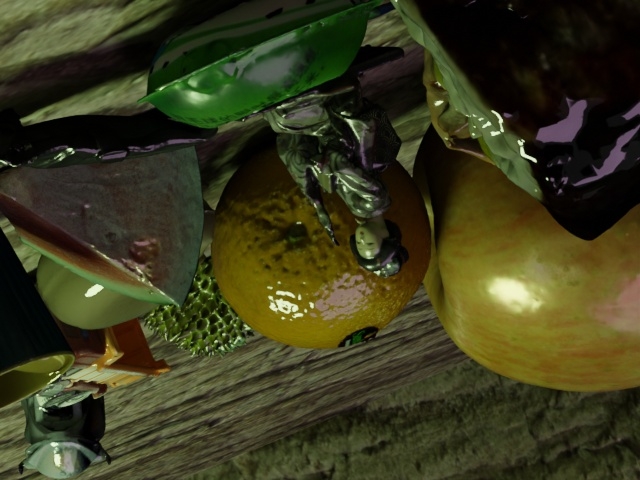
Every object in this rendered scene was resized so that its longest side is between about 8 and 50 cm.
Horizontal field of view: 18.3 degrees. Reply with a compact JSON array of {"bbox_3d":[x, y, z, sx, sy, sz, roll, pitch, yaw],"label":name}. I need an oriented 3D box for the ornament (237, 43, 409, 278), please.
[{"bbox_3d":[0.008,-0.050,1.678,0.153,0.196,0.166,-25,-166,-17],"label":"ornament"}]

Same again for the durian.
[{"bbox_3d":[-0.115,0.078,2.319,0.137,0.095,0.220,-14,156,-49],"label":"durian"}]

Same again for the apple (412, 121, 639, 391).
[{"bbox_3d":[0.270,-0.032,2.032,0.346,0.391,0.391,-14,166,-9],"label":"apple"}]

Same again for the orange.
[{"bbox_3d":[0.000,0.000,1.949,0.236,0.236,0.236,-26,168,-6],"label":"orange"}]

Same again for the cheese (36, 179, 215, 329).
[{"bbox_3d":[-0.177,0.010,1.901,0.175,0.091,0.202,-18,165,-42],"label":"cheese"}]

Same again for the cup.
[{"bbox_3d":[-0.311,0.070,1.713,0.131,0.155,0.176,-15,165,-43],"label":"cup"}]

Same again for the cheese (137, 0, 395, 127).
[{"bbox_3d":[-0.031,-0.152,1.545,0.204,0.083,0.320,-21,-175,24],"label":"cheese"}]

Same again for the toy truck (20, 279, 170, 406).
[{"bbox_3d":[-0.259,0.107,2.078,0.135,0.114,0.270,-26,169,11],"label":"toy truck"}]

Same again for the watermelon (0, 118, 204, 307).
[{"bbox_3d":[-0.207,-0.043,1.738,0.207,0.136,0.202,-4,143,37],"label":"watermelon"}]

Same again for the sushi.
[{"bbox_3d":[0.221,-0.179,1.481,0.294,0.299,0.281,-30,-177,5],"label":"sushi"}]

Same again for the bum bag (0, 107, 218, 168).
[{"bbox_3d":[-0.178,-0.083,1.543,0.197,0.049,0.087,-6,-175,-25],"label":"bum bag"}]

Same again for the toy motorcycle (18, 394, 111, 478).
[{"bbox_3d":[-0.301,0.213,2.338,0.106,0.159,0.270,-4,163,-4],"label":"toy motorcycle"}]

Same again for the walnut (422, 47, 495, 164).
[{"bbox_3d":[0.176,-0.180,1.761,0.204,0.141,0.238,5,149,-45],"label":"walnut"}]
